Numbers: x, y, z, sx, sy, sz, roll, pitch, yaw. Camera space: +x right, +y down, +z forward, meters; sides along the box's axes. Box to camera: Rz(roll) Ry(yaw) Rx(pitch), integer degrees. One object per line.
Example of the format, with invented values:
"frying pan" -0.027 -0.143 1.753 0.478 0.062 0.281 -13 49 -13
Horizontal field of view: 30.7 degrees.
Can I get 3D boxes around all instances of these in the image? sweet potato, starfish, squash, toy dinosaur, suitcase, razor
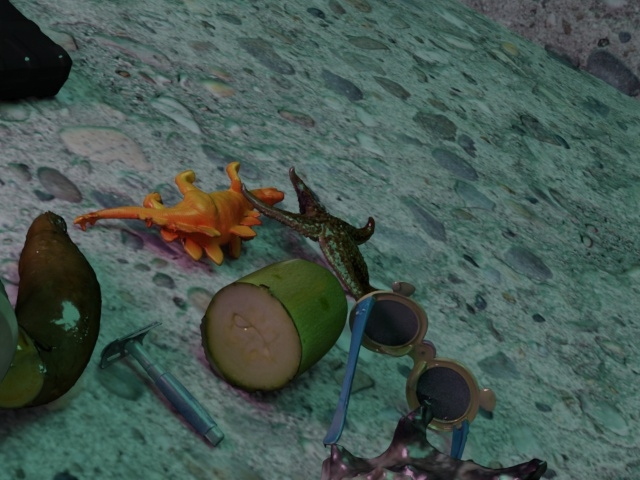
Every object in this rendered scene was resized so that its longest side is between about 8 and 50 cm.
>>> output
"sweet potato" -0.247 0.057 1.046 0.112 0.085 0.286 48 21 -27
"starfish" 0.006 -0.005 1.374 0.238 0.057 0.213 33 24 -37
"squash" -0.032 0.080 1.206 0.123 0.123 0.186 39 24 14
"toy dinosaur" -0.135 -0.021 1.318 0.288 0.070 0.117 -13 51 -47
"suitcase" -0.456 -0.268 1.393 0.285 0.066 0.206 42 29 19
"razor" -0.138 0.139 1.092 0.135 0.040 0.068 44 31 13

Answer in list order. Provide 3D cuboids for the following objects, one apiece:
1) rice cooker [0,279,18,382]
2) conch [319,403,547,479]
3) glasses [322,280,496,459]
"rice cooker" -0.349 0.049 0.849 0.226 0.226 0.244 -2 41 -46
"conch" 0.071 0.280 0.938 0.240 0.186 0.313 -5 58 -9
"glasses" 0.066 0.175 1.181 0.190 0.088 0.220 53 44 -15
